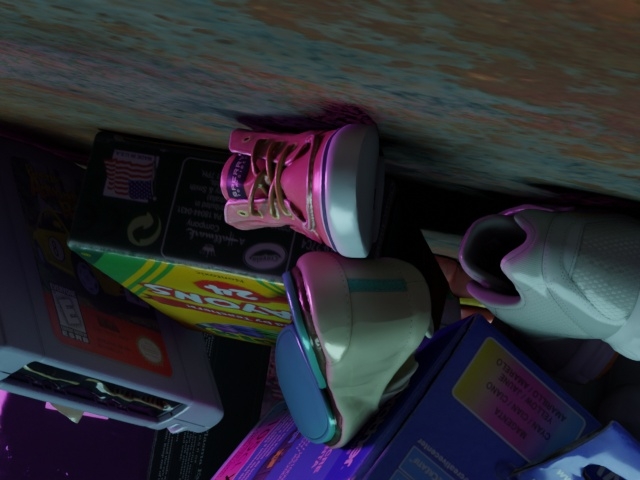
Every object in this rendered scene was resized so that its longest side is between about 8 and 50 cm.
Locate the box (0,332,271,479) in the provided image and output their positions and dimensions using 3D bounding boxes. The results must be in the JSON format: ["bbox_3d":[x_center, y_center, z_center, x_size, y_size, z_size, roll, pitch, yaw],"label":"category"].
[{"bbox_3d":[-0.186,0.145,1.649,0.179,0.343,0.312,8,174,17],"label":"box"}]

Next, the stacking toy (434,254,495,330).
[{"bbox_3d":[0.177,0.100,1.554,0.279,0.130,0.309,8,175,43],"label":"stacking toy"}]

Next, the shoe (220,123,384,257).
[{"bbox_3d":[-0.012,-0.026,0.792,0.081,0.063,0.178,5,180,5],"label":"shoe"}]

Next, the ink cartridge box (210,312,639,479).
[{"bbox_3d":[0.102,0.207,1.046,0.270,0.151,0.395,42,156,-8],"label":"ink cartridge box"}]

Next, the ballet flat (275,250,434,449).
[{"bbox_3d":[0.022,0.061,0.882,0.086,0.086,0.248,11,165,0],"label":"ballet flat"}]

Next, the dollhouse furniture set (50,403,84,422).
[{"bbox_3d":[-0.222,0.086,1.187,0.081,0.114,0.091,-30,131,21],"label":"dollhouse furniture set"}]

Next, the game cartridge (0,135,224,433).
[{"bbox_3d":[-0.186,0.029,1.156,0.060,0.196,0.294,-33,152,19],"label":"game cartridge"}]

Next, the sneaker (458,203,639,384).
[{"bbox_3d":[0.137,0.020,0.953,0.121,0.099,0.262,19,168,-3],"label":"sneaker"}]

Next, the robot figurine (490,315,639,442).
[{"bbox_3d":[0.265,0.124,1.158,0.353,0.199,0.300,10,178,10],"label":"robot figurine"}]

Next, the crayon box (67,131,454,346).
[{"bbox_3d":[-0.024,0.023,1.103,0.202,0.081,0.318,9,168,15],"label":"crayon box"}]
